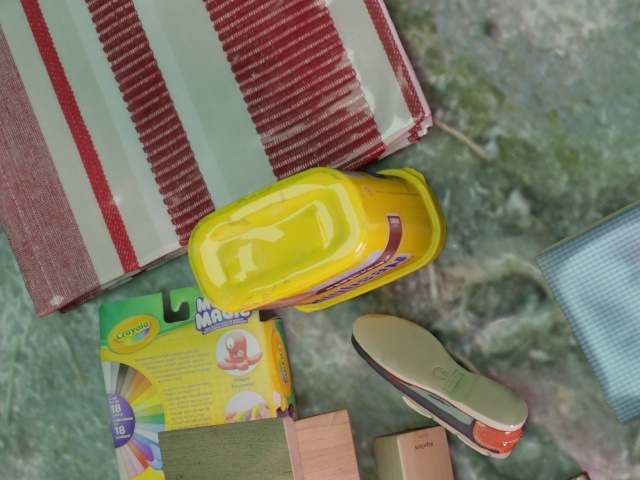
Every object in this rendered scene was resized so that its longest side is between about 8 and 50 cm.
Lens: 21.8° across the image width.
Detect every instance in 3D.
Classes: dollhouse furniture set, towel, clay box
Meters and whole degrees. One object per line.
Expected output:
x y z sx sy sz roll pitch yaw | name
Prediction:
-0.003 0.183 1.116 0.123 0.151 0.144 -13 86 43 | dollhouse furniture set
-0.105 -0.114 1.192 0.329 0.037 0.237 -25 80 16 | towel
-0.079 0.143 1.172 0.127 0.053 0.222 -10 86 18 | clay box
0.208 0.090 0.996 0.286 0.198 0.303 -27 81 17 | dollhouse furniture set

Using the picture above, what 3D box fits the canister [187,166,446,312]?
0.000 0.000 1.082 0.126 0.170 0.073 -24 82 18 | canister

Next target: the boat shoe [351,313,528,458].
0.076 0.098 1.124 0.137 0.049 0.043 31 139 17 | boat shoe
